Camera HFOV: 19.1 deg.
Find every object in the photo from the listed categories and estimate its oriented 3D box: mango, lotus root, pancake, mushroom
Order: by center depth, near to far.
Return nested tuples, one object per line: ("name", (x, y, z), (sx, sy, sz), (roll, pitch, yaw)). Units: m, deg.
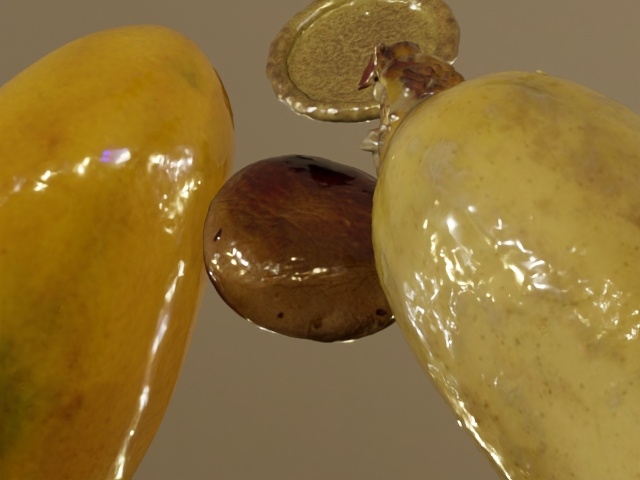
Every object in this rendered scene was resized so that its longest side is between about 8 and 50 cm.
("lotus root", (0.115, 0.035, 0.831), (0.151, 0.343, 0.169), (-32, -24, -19))
("mushroom", (0.000, 0.000, 0.990), (0.123, 0.123, 0.052), (0, -41, -5))
("mango", (-0.203, 0.054, 1.323), (0.232, 0.446, 0.300), (33, 9, 15))
("pancake", (0.040, -0.182, 1.812), (0.199, 0.199, 0.021), (-9, -45, 10))
